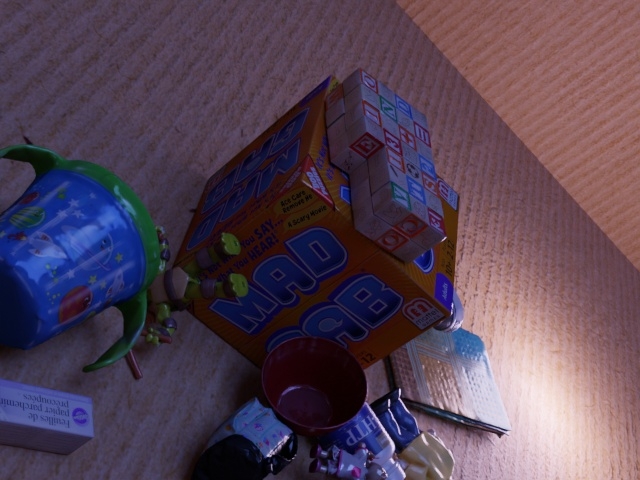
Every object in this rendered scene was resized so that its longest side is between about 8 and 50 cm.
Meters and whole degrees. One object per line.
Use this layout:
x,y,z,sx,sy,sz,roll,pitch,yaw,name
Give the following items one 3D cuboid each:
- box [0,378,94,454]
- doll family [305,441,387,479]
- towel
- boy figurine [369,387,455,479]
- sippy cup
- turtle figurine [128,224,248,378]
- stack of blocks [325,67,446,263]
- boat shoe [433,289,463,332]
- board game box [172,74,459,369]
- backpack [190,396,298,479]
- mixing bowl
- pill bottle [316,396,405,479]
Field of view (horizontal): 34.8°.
-0.446,0.215,1.319,0.324,0.067,0.063,21,44,-41,box
0.042,0.469,1.696,0.163,0.118,0.263,21,43,-17,doll family
0.265,0.280,2.259,0.370,0.040,0.271,23,41,-38,towel
0.194,0.423,1.965,0.285,0.092,0.177,55,30,1,boy figurine
-0.386,0.033,1.450,0.305,0.240,0.224,34,39,11,sippy cup
-0.225,0.084,1.646,0.087,0.217,0.269,45,32,-53,turtle figurine
0.104,-0.128,1.688,0.171,0.087,0.297,31,37,-32,stack of blocks
0.210,0.079,2.295,0.105,0.113,0.306,15,41,-39,boat shoe
0.000,0.000,1.856,0.356,0.356,0.356,41,33,-20,board game box
-0.115,0.326,1.594,0.115,0.152,0.182,50,25,2,backpack
-0.019,0.263,1.728,0.181,0.098,0.181,8,49,-9,mixing bowl
0.067,0.365,1.827,0.187,0.112,0.112,56,31,3,pill bottle
